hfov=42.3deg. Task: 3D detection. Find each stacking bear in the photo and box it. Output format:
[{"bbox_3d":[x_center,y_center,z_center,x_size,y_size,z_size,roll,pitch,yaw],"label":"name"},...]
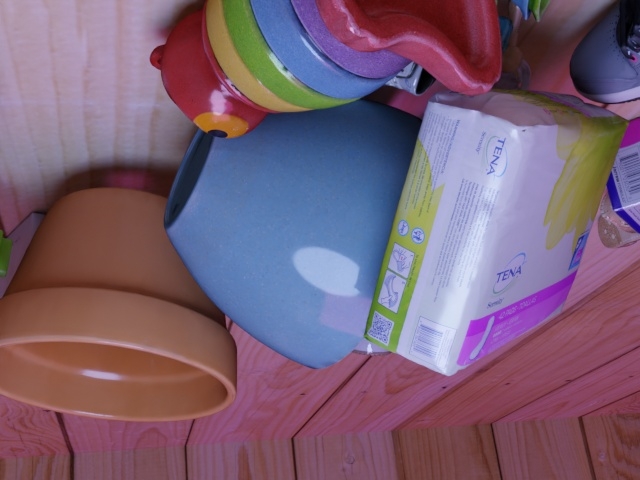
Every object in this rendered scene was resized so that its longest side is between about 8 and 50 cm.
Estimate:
[{"bbox_3d":[-0.025,-0.168,0.668,0.175,0.164,0.289,11,162,-41],"label":"stacking bear"}]

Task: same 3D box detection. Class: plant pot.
[{"bbox_3d":[-0.232,0.073,0.956,0.290,0.204,0.291,3,153,1],"label":"plant pot"},{"bbox_3d":[-0.046,-0.036,0.853,0.195,0.290,0.290,23,147,-20],"label":"plant pot"}]

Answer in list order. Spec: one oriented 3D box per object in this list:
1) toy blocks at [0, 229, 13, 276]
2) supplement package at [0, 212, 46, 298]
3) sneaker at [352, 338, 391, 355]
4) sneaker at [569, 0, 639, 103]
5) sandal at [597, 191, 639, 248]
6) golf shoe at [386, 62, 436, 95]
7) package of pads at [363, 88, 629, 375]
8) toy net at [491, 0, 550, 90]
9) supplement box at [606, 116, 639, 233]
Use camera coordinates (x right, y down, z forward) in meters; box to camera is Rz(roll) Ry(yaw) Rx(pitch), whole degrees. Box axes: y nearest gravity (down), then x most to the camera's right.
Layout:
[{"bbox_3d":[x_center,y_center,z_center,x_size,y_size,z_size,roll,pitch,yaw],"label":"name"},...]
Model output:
[{"bbox_3d":[-0.454,-0.083,0.735,0.381,0.191,0.261,14,133,-22],"label":"toy blocks"},{"bbox_3d":[-0.312,0.066,1.159,0.244,0.134,0.139,12,152,-37],"label":"supplement package"},{"bbox_3d":[0.046,0.089,1.388,0.099,0.153,0.282,0,-174,-22],"label":"sneaker"},{"bbox_3d":[0.278,-0.215,0.683,0.178,0.124,0.295,10,155,-28],"label":"sneaker"},{"bbox_3d":[0.435,-0.037,1.186,0.079,0.088,0.240,-10,163,-9],"label":"sandal"},{"bbox_3d":[0.067,-0.170,0.777,0.176,0.086,0.069,-23,153,36],"label":"golf shoe"},{"bbox_3d":[0.175,-0.024,0.764,0.101,0.229,0.296,24,-159,29],"label":"package of pads"},{"bbox_3d":[0.176,-0.172,0.761,0.045,0.122,0.232,21,163,16],"label":"toy net"},{"bbox_3d":[0.468,-0.104,1.007,0.220,0.111,0.114,-21,153,31],"label":"supplement box"}]
